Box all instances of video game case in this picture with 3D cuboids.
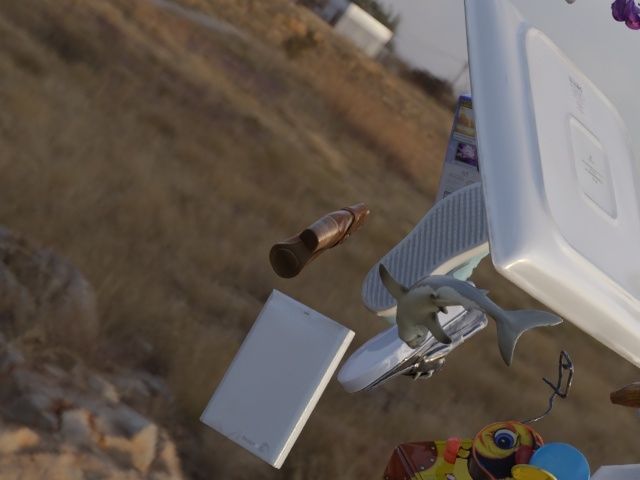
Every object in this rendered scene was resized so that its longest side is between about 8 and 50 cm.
[{"bbox_3d":[0.387,-0.148,2.519,0.269,0.244,0.061,20,21,23],"label":"video game case"}]

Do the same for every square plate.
[{"bbox_3d":[0.267,-0.070,1.307,0.347,0.049,0.344,31,49,-46],"label":"square plate"}]

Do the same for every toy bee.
[{"bbox_3d":[0.228,0.286,1.458,0.162,0.195,0.298,-1,36,-2],"label":"toy bee"}]

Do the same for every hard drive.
[{"bbox_3d":[-0.089,0.275,2.490,0.203,0.308,0.040,26,-7,30],"label":"hard drive"}]

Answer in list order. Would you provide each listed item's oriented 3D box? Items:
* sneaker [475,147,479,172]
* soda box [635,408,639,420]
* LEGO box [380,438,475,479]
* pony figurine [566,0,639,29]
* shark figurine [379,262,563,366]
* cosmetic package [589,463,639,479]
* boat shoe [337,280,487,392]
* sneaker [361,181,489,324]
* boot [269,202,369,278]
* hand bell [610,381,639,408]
[{"bbox_3d":[0.343,-0.165,2.013,0.163,0.226,0.086,11,-24,33],"label":"sneaker"},{"bbox_3d":[0.708,0.417,2.325,0.098,0.091,0.286,22,33,-33],"label":"soda box"},{"bbox_3d":[0.218,0.576,1.681,0.193,0.372,0.500,2,36,-27],"label":"LEGO box"},{"bbox_3d":[0.590,-0.440,2.103,0.351,0.302,0.363,-51,123,-51],"label":"pony figurine"},{"bbox_3d":[0.197,0.074,1.750,0.278,0.116,0.166,-4,-62,55],"label":"shark figurine"},{"bbox_3d":[0.527,0.427,1.732,0.365,0.155,0.197,-17,-73,56],"label":"cosmetic package"},{"bbox_3d":[0.161,0.182,2.044,0.108,0.301,0.102,-6,-67,56],"label":"boat shoe"},{"bbox_3d":[0.243,0.025,2.333,0.135,0.366,0.150,57,5,31],"label":"sneaker"},{"bbox_3d":[0.000,0.000,2.360,0.152,0.197,0.073,-28,88,-39],"label":"boot"},{"bbox_3d":[0.534,0.220,1.804,0.242,0.126,0.126,-14,-32,39],"label":"hand bell"}]
